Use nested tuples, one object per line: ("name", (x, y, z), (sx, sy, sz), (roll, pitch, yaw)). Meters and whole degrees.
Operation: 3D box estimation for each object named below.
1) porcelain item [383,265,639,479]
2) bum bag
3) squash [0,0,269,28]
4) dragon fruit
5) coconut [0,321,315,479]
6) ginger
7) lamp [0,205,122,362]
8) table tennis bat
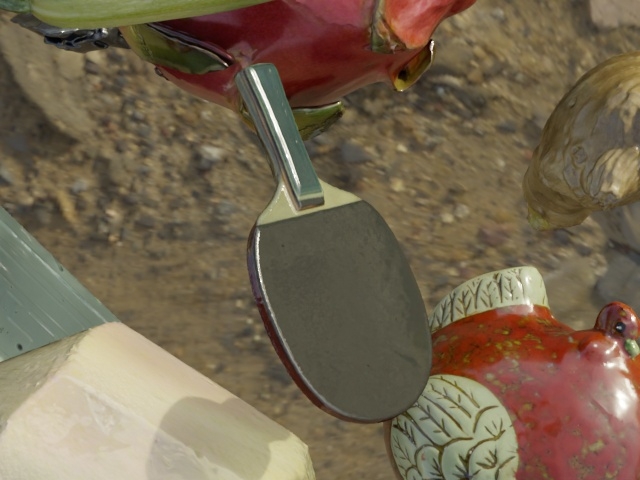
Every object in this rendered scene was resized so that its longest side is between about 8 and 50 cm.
("porcelain item", (0.183, 0.137, 1.061), (0.253, 0.253, 0.252), (-1, 85, 18))
("bum bag", (-0.249, -0.295, 1.724), (0.310, 0.137, 0.074), (-11, 118, -17))
("squash", (-0.103, -0.168, 0.767), (0.224, 0.094, 0.094), (-17, 80, -11))
("dragon fruit", (-0.005, -0.236, 1.083), (0.226, 0.305, 0.305), (21, 93, 47))
("coconut", (-0.148, 0.172, 0.842), (0.244, 0.239, 0.239), (29, 95, 8))
("ginger", (0.146, -0.053, 0.665), (0.067, 0.165, 0.096), (36, 83, -2))
("lamp", (-0.301, 0.108, 1.290), (0.047, 0.269, 0.266), (-32, 114, 26))
("table tennis bat", (0.000, 0.000, 0.942), (0.021, 0.154, 0.274), (-29, 80, 44))
